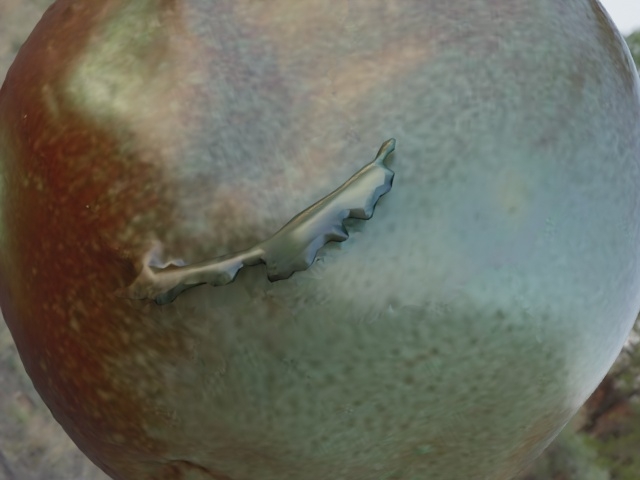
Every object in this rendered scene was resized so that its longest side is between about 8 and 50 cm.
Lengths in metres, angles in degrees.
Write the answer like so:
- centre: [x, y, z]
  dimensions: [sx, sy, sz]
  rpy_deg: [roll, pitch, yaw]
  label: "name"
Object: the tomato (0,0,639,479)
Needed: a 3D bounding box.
- centre: [0.000, 0.000, 0.557]
  dimensions: [0.303, 0.303, 0.239]
  rpy_deg: [48, 16, -38]
  label: "tomato"
